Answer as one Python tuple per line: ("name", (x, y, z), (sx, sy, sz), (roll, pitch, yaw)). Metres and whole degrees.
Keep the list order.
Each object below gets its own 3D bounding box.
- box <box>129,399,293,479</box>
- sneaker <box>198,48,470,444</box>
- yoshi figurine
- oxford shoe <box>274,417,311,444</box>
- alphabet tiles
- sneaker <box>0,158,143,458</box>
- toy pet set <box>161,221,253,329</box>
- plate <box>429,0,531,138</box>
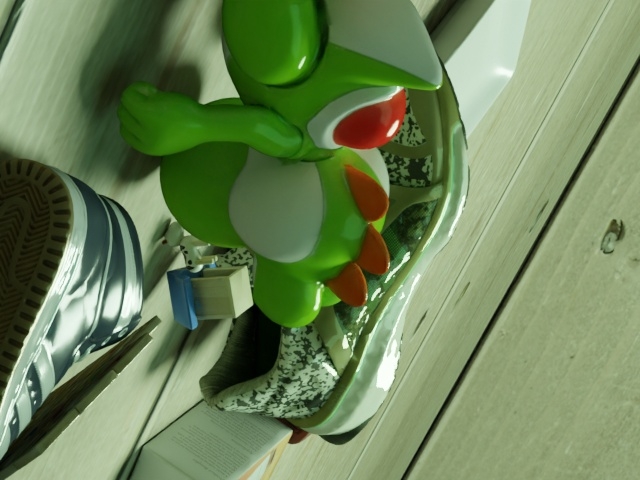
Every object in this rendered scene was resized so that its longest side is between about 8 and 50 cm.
("box", (-0.121, 0.245, 1.830), (0.170, 0.091, 0.130), (-36, 155, -59))
("sneaker", (0.000, 0.000, 1.616), (0.182, 0.158, 0.410), (-2, 114, -40))
("yoshi figurine", (-0.041, -0.108, 1.250), (0.203, 0.203, 0.362), (-106, -164, -51))
("oxford shoe", (0.033, 0.063, 1.840), (0.130, 0.123, 0.348), (-18, 143, -44))
("alphabet tiles", (-0.203, 0.138, 1.257), (0.198, 0.009, 0.237), (-47, -173, -38))
("sneaker", (-0.204, 0.086, 1.144), (0.282, 0.099, 0.153), (-62, 165, 5))
("toy pet set", (-0.095, 0.007, 1.498), (0.122, 0.065, 0.114), (-36, 120, -65))
("plate", (0.131, -0.159, 1.920), (0.278, 0.045, 0.277), (-52, 165, -21))
